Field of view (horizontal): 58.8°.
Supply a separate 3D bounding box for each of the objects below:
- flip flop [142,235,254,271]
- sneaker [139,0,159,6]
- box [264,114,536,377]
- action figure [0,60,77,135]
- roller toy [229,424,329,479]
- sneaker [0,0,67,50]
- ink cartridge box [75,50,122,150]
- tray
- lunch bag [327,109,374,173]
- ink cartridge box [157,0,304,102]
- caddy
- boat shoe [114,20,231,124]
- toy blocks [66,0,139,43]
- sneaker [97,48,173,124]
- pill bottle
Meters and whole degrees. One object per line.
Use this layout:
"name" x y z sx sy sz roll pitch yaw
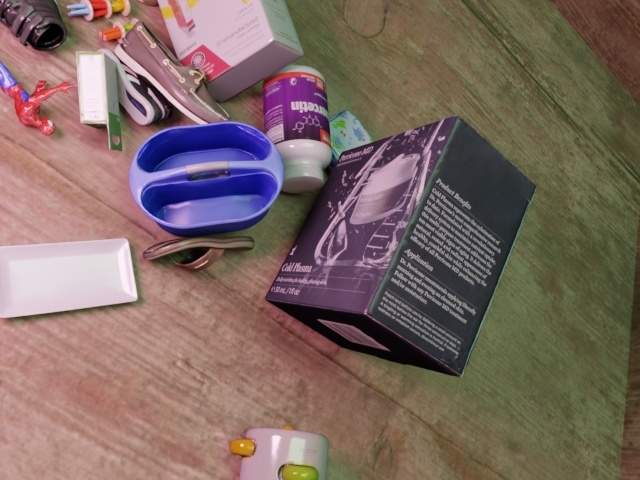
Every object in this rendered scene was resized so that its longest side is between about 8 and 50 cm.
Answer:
"flip flop" -0.279 0.033 1.346 0.277 0.112 0.080 -2 90 -42
"sneaker" -0.485 -0.688 1.451 0.192 0.086 0.064 33 58 -23
"box" 0.173 0.017 1.358 0.297 0.480 0.471 36 72 -23
"action figure" -0.641 -0.358 1.217 0.139 0.091 0.280 -40 99 -28
"roller toy" -0.081 0.487 1.263 0.191 0.209 0.146 48 43 -58
"sneaker" -0.660 -0.488 1.180 0.147 0.104 0.296 54 26 17
"ink cartridge box" -0.495 -0.306 1.273 0.062 0.109 0.209 -3 96 -6
"tray" -0.529 0.076 1.186 0.270 0.030 0.145 -5 78 -37
"lunch bag" 0.079 -0.269 1.707 0.219 0.090 0.176 52 51 -9
"ink cartridge box" -0.250 -0.595 1.447 0.160 0.279 0.384 -8 77 -62
"caddy" -0.256 -0.141 1.302 0.341 0.179 0.241 -9 78 -11
"boat shoe" -0.336 -0.385 1.353 0.324 0.096 0.116 40 14 -1
"toy blocks" -0.528 -0.537 1.388 0.148 0.054 0.123 -28 91 -39
"sneaker" -0.447 -0.373 1.386 0.217 0.079 0.121 53 31 4
"pill bottle" -0.063 -0.302 1.558 0.182 0.181 0.322 6 70 -34
